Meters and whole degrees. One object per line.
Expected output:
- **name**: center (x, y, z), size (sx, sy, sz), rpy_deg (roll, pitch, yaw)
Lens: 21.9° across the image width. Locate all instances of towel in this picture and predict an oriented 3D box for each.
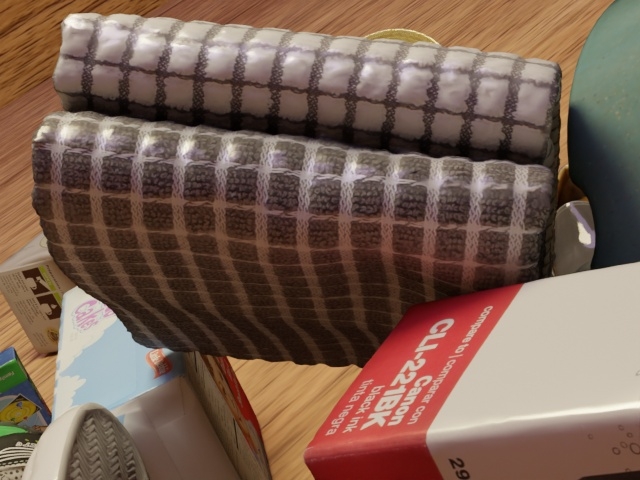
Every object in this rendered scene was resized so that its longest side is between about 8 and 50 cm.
- **towel**: center (0.000, 0.000, 0.827), size (0.235, 0.121, 0.283), rpy_deg (5, -19, 8)

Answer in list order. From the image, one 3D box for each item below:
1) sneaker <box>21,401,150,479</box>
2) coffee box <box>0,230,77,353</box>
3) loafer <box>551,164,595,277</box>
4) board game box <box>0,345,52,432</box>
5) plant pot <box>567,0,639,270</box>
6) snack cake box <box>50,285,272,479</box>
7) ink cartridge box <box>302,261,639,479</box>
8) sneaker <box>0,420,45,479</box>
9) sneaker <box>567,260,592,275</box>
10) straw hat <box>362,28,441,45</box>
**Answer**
- **sneaker**: center (-0.169, 0.223, 0.823), size (0.169, 0.108, 0.292), rpy_deg (-23, 43, 20)
- **coffee box**: center (-0.160, 0.016, 1.522), size (0.246, 0.098, 0.141), rpy_deg (-12, 23, 39)
- **loafer**: center (0.178, 0.002, 1.139), size (0.062, 0.061, 0.170), rpy_deg (-22, 19, 11)
- **board game box**: center (-0.269, 0.181, 1.153), size (0.201, 0.136, 0.035), rpy_deg (-29, 17, -5)
- **plant pot**: center (0.312, -0.050, 0.716), size (0.334, 0.341, 0.341), rpy_deg (-22, 16, 43)
- **snack cake box**: center (-0.098, 0.118, 1.059), size (0.089, 0.152, 0.264), rpy_deg (-27, 17, 1)
- **ink cartridge box**: center (0.162, 0.111, 0.631), size (0.273, 0.197, 0.114), rpy_deg (-14, 24, 37)
- **sneaker**: center (-0.276, 0.252, 1.019), size (0.343, 0.134, 0.146), rpy_deg (-44, 29, -20)
- **sneaker**: center (0.134, 0.080, 0.976), size (0.267, 0.101, 0.106), rpy_deg (-8, 46, 48)
- **straw hat**: center (0.072, -0.142, 1.689), size (0.144, 0.144, 0.061), rpy_deg (-27, -25, 0)
